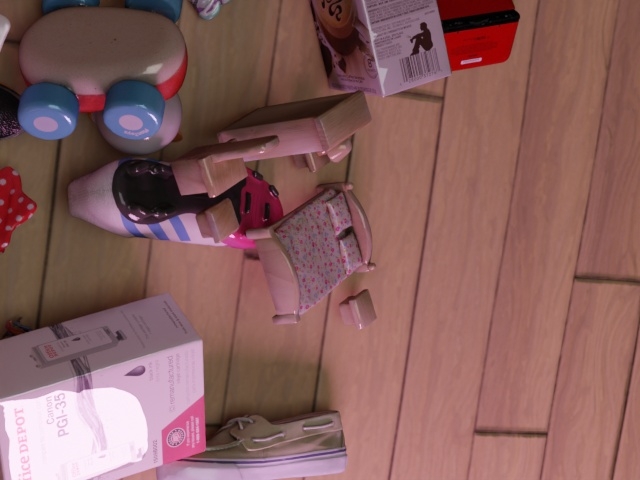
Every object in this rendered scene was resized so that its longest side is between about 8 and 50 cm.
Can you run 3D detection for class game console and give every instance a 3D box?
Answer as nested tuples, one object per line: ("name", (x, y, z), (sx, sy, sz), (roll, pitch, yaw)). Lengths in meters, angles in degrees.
("game console", (0.210, -0.324, 2.176), (0.144, 0.085, 0.124), (-12, 135, -23))

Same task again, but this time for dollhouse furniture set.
("dollhouse furniture set", (0.000, 0.000, 1.966), (0.303, 0.174, 0.355), (-37, 114, -50))

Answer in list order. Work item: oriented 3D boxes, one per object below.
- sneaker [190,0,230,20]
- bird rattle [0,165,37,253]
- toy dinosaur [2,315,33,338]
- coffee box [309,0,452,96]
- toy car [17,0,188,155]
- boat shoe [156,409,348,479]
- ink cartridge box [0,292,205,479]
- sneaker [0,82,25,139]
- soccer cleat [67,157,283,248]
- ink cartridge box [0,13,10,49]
("sneaker", (-0.140, -0.351, 1.985), (0.098, 0.038, 0.069), (-47, 116, -12))
("bird rattle", (-0.493, -0.049, 1.825), (0.253, 0.143, 0.207), (-30, 95, -22))
("toy dinosaur", (-0.380, 0.144, 1.945), (0.082, 0.090, 0.047), (44, 95, 6))
("coffee box", (0.062, -0.357, 2.011), (0.119, 0.168, 0.297), (-20, 107, -22))
("toy car", (-0.262, -0.183, 1.898), (0.210, 0.219, 0.238), (0, 145, 7))
("boat shoe", (-0.098, 0.294, 2.101), (0.302, 0.109, 0.094), (0, 84, -35))
("ink cartridge box", (-0.302, 0.213, 1.931), (0.283, 0.117, 0.207), (-16, 129, -23))
("sneaker", (-0.458, -0.168, 1.839), (0.215, 0.083, 0.084), (10, 94, -28))
("soccer cleat", (-0.193, -0.053, 1.985), (0.331, 0.143, 0.116), (10, 76, -49))
("ink cartridge box", (-0.545, -0.223, 1.698), (0.353, 0.119, 0.207), (21, 90, -4))
